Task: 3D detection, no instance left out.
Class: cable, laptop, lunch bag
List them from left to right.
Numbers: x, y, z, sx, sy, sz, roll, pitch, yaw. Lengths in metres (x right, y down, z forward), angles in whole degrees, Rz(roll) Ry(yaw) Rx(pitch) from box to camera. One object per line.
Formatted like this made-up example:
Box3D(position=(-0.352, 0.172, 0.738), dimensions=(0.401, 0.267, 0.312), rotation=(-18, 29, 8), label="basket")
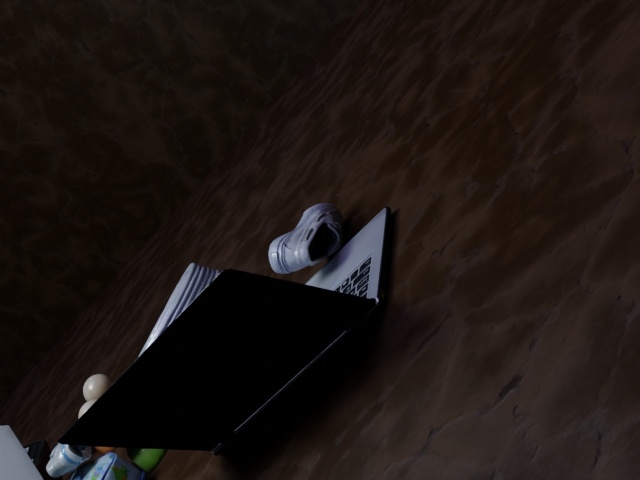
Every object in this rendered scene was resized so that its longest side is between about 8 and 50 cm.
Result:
Box3D(position=(-0.395, 0.467, 1.684), dimensions=(0.219, 0.090, 0.176), rotation=(-33, 26, 50), label="lunch bag")
Box3D(position=(-0.238, 0.160, 1.651), dimensions=(0.257, 0.089, 0.257), rotation=(-62, 5, -7), label="cable")
Box3D(position=(-0.116, 0.109, 1.393), dimensions=(0.382, 0.236, 0.408), rotation=(-44, 18, 28), label="laptop")

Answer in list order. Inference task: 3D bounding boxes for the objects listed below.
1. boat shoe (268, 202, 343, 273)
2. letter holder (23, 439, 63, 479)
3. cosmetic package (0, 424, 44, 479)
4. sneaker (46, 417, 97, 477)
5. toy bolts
Box3D(position=(0.000, 0.000, 1.584), dimensions=(0.075, 0.083, 0.226), rotation=(-4, 22, 27), label="boat shoe")
Box3D(position=(-0.598, 0.580, 1.975), dimensions=(0.152, 0.215, 0.302), rotation=(-21, 17, -3), label="letter holder")
Box3D(position=(-0.545, 0.479, 1.628), dimensions=(0.365, 0.155, 0.197), rotation=(30, 109, 48), label="cosmetic package")
Box3D(position=(-0.441, 0.372, 1.749), dimensions=(0.083, 0.071, 0.190), rotation=(-43, -2, 3), label="sneaker")
Box3D(position=(-0.343, 0.289, 1.801), dimensions=(0.218, 0.158, 0.228), rotation=(-56, 16, -13), label="toy bolts")
